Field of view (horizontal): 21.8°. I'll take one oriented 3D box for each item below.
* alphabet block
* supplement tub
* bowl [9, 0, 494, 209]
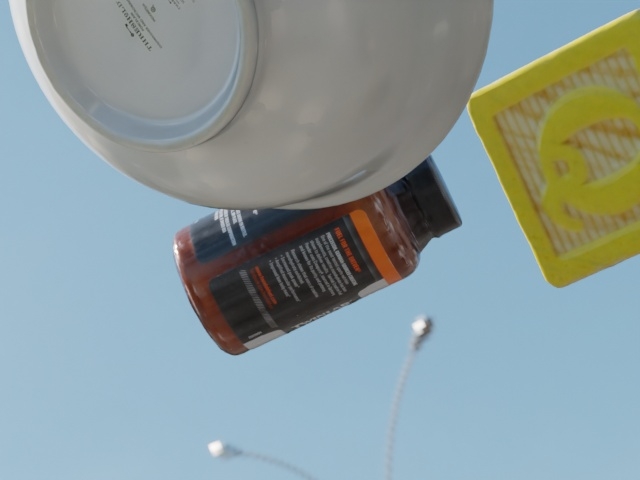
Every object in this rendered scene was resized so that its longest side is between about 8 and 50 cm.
[{"bbox_3d":[0.278,-0.091,1.495,0.192,0.193,0.197,-28,-3,28],"label":"alphabet block"},{"bbox_3d":[0.000,0.000,1.203,0.198,0.106,0.106,-25,-28,8],"label":"supplement tub"},{"bbox_3d":[-0.066,-0.134,0.909,0.298,0.298,0.134,-48,-5,36],"label":"bowl"}]
